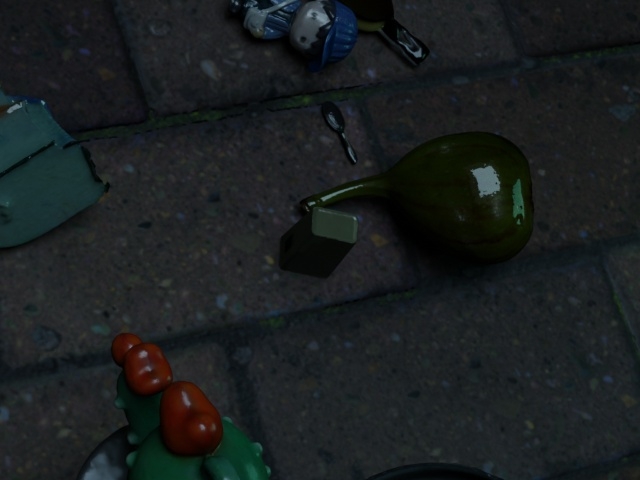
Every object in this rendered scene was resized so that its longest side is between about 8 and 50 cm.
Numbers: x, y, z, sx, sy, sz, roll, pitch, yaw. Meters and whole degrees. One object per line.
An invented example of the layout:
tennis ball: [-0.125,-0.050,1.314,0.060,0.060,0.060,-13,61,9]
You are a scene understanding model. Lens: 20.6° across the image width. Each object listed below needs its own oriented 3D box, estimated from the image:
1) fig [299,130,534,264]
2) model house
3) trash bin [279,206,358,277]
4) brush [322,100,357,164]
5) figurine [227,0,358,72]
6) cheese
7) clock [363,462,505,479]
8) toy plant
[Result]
fig: [0.112,-0.050,1.987,0.259,0.151,0.151,1,65,7]
model house: [-0.323,-0.089,1.815,0.148,0.119,0.148,-31,57,-8]
trash bin: [0.000,0.000,1.910,0.061,0.092,0.043,12,62,-18]
brush: [0.024,-0.125,2.022,0.024,0.008,0.083,-16,75,-31]
figurine: [-0.031,-0.251,2.022,0.149,0.087,0.086,24,98,2]
cheese: [0.065,-0.271,2.087,0.162,0.036,0.086,41,56,-2]
clock: [0.112,0.378,1.713,0.319,0.066,0.319,-7,67,16]
toy plant: [-0.130,0.252,1.567,0.185,0.400,0.279,12,65,-16]
